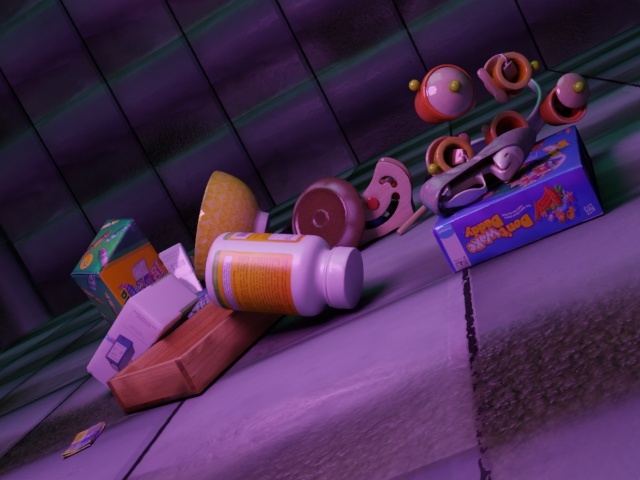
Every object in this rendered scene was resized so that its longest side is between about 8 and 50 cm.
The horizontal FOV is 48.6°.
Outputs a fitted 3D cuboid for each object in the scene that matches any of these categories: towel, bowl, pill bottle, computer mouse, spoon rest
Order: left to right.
[{"bbox_3d":[-0.407,0.342,1.217,0.060,0.009,0.083,-26,9,5],"label":"towel"},{"bbox_3d":[-0.215,-0.025,1.823,0.155,0.290,0.289,10,12,1],"label":"bowl"},{"bbox_3d":[-0.058,0.057,1.201,0.245,0.137,0.136,2,21,22],"label":"pill bottle"},{"bbox_3d":[-0.051,-0.016,1.774,0.184,0.060,0.262,-32,-2,2],"label":"computer mouse"},{"bbox_3d":[0.348,-0.186,1.380,0.276,0.137,0.084,-51,31,9],"label":"spoon rest"}]

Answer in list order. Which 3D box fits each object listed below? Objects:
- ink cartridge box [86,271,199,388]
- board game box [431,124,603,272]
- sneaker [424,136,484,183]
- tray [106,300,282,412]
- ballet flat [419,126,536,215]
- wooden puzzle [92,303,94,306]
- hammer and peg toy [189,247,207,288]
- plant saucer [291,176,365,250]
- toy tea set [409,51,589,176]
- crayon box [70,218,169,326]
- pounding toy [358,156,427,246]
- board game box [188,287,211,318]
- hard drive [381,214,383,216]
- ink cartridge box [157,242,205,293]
[{"bbox_3d":[-0.359,0.188,1.440,0.212,0.093,0.154,-51,-3,26],"label":"ink cartridge box"},{"bbox_3d":[0.330,-0.081,1.177,0.233,0.078,0.347,-24,9,24],"label":"board game box"},{"bbox_3d":[0.363,-0.173,1.545,0.124,0.107,0.283,-28,6,-42],"label":"sneaker"},{"bbox_3d":[-0.189,0.169,1.347,0.202,0.076,0.411,-22,10,35],"label":"tray"},{"bbox_3d":[0.256,-0.101,1.097,0.213,0.072,0.068,-30,36,-3],"label":"ballet flat"},{"bbox_3d":[-0.554,0.117,2.027,0.221,0.044,0.238,-34,9,-19],"label":"wooden puzzle"},{"bbox_3d":[-0.456,0.159,2.036,0.361,0.127,0.266,-30,9,5],"label":"hammer and peg toy"},{"bbox_3d":[0.007,-0.046,1.582,0.198,0.199,0.036,-23,-17,30],"label":"plant saucer"},{"bbox_3d":[0.321,-0.242,1.248,0.335,0.200,0.124,-24,-1,-11],"label":"toy tea set"},{"bbox_3d":[-0.420,0.106,1.586,0.081,0.279,0.165,0,47,24],"label":"crayon box"},{"bbox_3d":[0.135,-0.090,1.574,0.269,0.154,0.155,-26,9,15],"label":"pounding toy"},{"bbox_3d":[-0.233,0.133,1.720,0.194,0.060,0.194,-30,9,-8],"label":"board game box"},{"bbox_3d":[0.000,0.000,1.838,0.318,0.040,0.210,-24,10,24],"label":"hard drive"},{"bbox_3d":[-0.380,0.117,1.861,0.127,0.175,0.072,-28,-15,-4],"label":"ink cartridge box"}]
